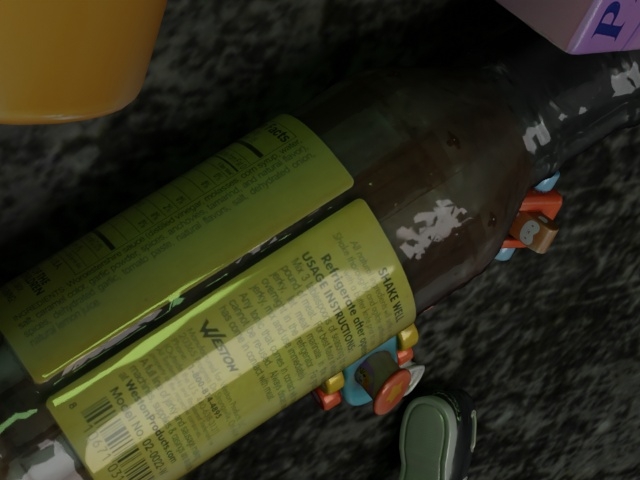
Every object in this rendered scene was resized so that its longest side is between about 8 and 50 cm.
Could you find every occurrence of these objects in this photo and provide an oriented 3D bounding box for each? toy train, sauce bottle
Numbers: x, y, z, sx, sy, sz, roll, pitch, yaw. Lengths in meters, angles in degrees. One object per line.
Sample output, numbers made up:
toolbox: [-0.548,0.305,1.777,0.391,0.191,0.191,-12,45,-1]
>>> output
toy train: [0.063,0.033,0.931,0.125,0.046,0.166,2,127,-45]
sauce bottle: [0.000,0.000,0.772,0.344,0.111,0.111,-31,145,-12]

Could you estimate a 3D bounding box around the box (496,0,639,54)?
box: [0.171,-0.195,0.689,0.243,0.117,0.213,-9,133,-45]

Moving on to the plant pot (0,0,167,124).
plant pot: [-0.116,-0.151,0.433,0.205,0.205,0.188,3,111,-46]

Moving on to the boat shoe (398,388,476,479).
boat shoe: [0.062,0.144,1.041,0.038,0.046,0.125,-13,116,-50]
